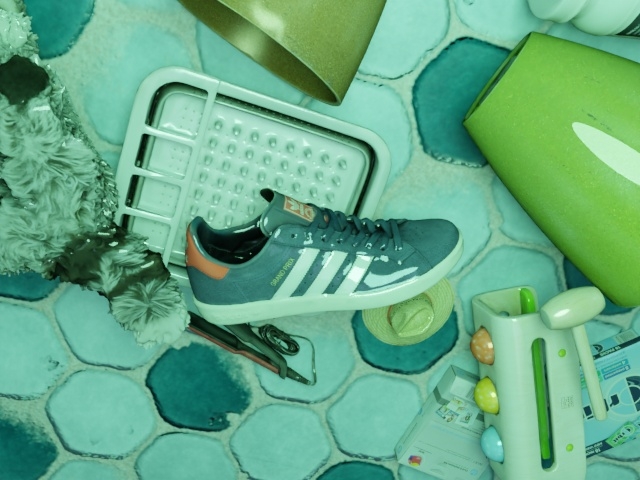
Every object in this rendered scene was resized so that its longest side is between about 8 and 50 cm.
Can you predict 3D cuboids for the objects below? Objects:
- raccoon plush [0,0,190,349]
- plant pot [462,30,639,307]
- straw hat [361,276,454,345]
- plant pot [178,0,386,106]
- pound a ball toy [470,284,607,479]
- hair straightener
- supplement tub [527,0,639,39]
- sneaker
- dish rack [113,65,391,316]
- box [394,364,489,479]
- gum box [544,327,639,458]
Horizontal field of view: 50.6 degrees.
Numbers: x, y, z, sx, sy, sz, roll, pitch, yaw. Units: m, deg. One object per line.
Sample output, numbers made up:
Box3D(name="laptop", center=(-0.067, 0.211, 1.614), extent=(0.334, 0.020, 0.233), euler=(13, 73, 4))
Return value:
Box3D(name="raccoon plush", center=(-0.344, -0.082, 0.807), extent=(0.216, 0.299, 0.447), euler=(-23, 130, -4))
Box3D(name="plant pot", center=(0.334, -0.115, 0.830), extent=(0.293, 0.275, 0.275), euler=(36, 107, -1))
Box3D(name="straw hat", center=(0.135, 0.110, 1.001), extent=(0.144, 0.061, 0.145), euler=(-2, 114, -4))
Box3D(name="plant pot", center=(-0.008, -0.319, 0.732), extent=(0.237, 0.237, 0.254), euler=(32, 93, -16))
Box3D(name="pound a ball toy", center=(0.293, 0.203, 0.948), extent=(0.135, 0.208, 0.320), euler=(-11, 104, -7))
Box3D(name="hair straightener", center=(-0.087, 0.146, 1.006), extent=(0.230, 0.047, 0.089), euler=(37, 106, -18))
Box3D(name="supplement tub", center=(0.393, -0.323, 0.761), extent=(0.272, 0.191, 0.191), euler=(3, 113, -6))
Box3D(name="sneaker", center=(0.000, 0.000, 0.830), extent=(0.349, 0.131, 0.148), euler=(-12, 119, 0))
Box3D(name="dish rack", center=(-0.098, -0.060, 0.904), extent=(0.332, 0.072, 0.286), euler=(16, 110, -11))
Box3D(name="box", center=(0.229, 0.308, 1.106), extent=(0.145, 0.038, 0.186), euler=(24, 108, -13))
Box3D(name="gum box", center=(0.464, 0.252, 1.097), extent=(0.156, 0.041, 0.185), euler=(-25, 112, 6))
